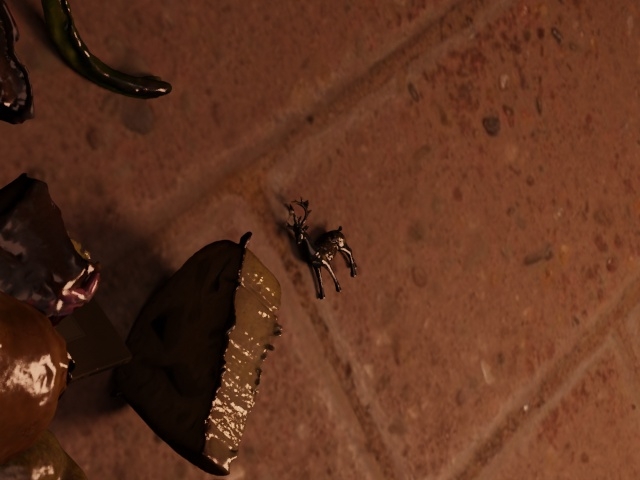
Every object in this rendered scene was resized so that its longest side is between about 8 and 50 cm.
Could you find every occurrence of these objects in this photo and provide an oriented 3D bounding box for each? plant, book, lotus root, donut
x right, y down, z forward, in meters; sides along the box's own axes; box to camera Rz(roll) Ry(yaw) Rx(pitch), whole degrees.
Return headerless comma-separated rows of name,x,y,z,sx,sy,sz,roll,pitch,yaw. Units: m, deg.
plant,-0.246,-0.284,1.394,0.251,0.180,0.334,-18,102,-32
book,-0.290,0.087,1.362,0.198,0.016,0.138,-18,64,-43
lotus root,-0.126,0.119,1.458,0.074,0.170,0.261,47,47,-37
donut,-0.357,-0.056,1.274,0.259,0.136,0.345,-26,97,-36

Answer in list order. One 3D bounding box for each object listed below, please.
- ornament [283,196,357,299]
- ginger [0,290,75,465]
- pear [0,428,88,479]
ornament,0.000,0.000,1.681,0.073,0.028,0.125,-45,117,-35
ginger,-0.344,0.108,1.074,0.269,0.200,0.223,27,41,1
pear,-0.291,0.237,1.312,0.167,0.136,0.167,3,85,-41
